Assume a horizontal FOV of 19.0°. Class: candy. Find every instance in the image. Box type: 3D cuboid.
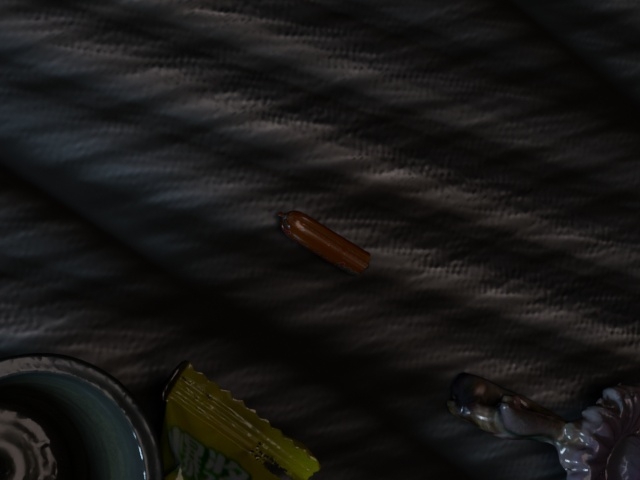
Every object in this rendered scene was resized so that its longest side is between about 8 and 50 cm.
[{"bbox_3d":[-0.142,0.283,1.814,0.187,0.081,0.297,36,86,-25],"label":"candy"}]

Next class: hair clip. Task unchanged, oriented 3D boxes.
[{"bbox_3d":[0.273,0.213,2.029,0.300,0.069,0.173,23,80,-26],"label":"hair clip"}]

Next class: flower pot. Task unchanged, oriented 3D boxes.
[{"bbox_3d":[-0.271,0.211,1.705,0.235,0.148,0.235,-1,92,-24],"label":"flower pot"}]

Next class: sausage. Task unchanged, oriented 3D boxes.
[{"bbox_3d":[0.000,0.000,1.908,0.107,0.031,0.031,30,77,-25],"label":"sausage"}]
